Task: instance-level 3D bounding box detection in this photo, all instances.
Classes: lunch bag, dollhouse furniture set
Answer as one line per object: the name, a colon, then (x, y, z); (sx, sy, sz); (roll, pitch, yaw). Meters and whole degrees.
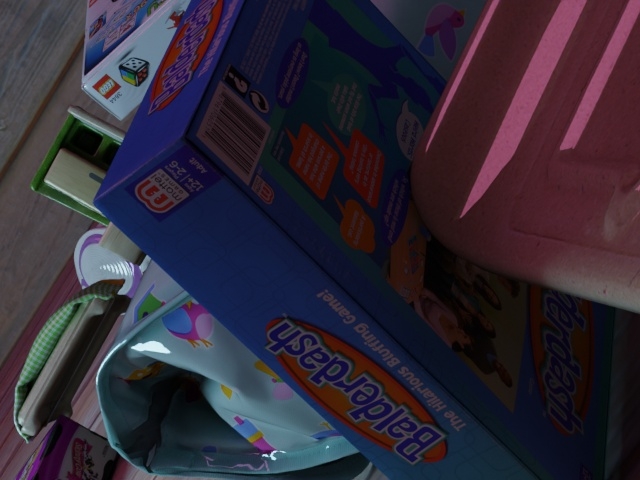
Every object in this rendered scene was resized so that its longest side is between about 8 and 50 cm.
lunch bag: (0.000, 0.000, 0.868); (0.262, 0.160, 0.223); (-38, 24, 47)
dollhouse furniture set: (-0.260, 0.026, 1.627); (0.301, 0.151, 0.197); (-61, -2, -1)

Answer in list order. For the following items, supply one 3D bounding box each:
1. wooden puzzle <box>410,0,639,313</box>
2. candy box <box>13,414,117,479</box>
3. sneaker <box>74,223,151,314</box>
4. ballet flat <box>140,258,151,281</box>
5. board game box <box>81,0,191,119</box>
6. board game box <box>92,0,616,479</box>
wooden puzzle: (0.188, -0.112, 0.443); (0.322, 0.080, 0.348); (-64, 24, -3)
candy box: (-0.288, 0.299, 1.566); (0.233, 0.071, 0.159); (-51, 13, 33)
sneaker: (-0.193, -0.025, 1.983); (0.152, 0.114, 0.305); (-31, -20, -48)
ballet flat: (-0.137, 0.036, 1.596); (0.074, 0.074, 0.203); (-57, 5, 12)
board game box: (-0.082, -0.255, 1.414); (0.305, 0.053, 0.193); (-39, 28, 18)
board game box: (0.026, 0.000, 0.604); (0.047, 0.210, 0.160); (-33, 24, 31)
